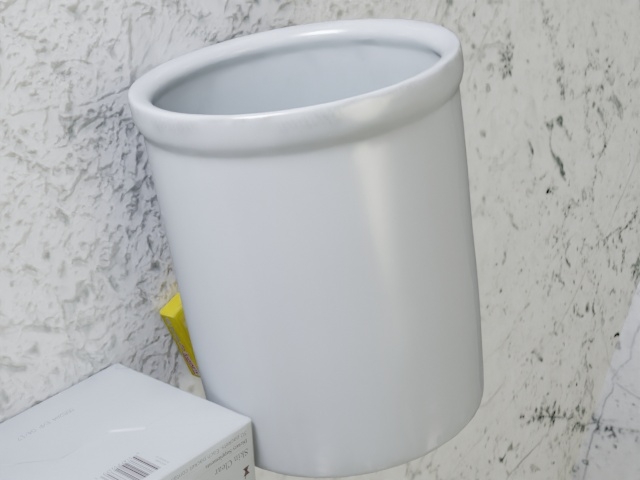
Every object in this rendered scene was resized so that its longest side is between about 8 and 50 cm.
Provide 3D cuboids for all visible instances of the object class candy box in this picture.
[{"bbox_3d":[-0.098,0.055,1.333,0.206,0.027,0.105,-48,132,-30],"label":"candy box"}]

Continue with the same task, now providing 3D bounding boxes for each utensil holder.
[{"bbox_3d":[0.000,0.000,1.174,0.327,0.327,0.386,-32,123,-42],"label":"utensil holder"}]

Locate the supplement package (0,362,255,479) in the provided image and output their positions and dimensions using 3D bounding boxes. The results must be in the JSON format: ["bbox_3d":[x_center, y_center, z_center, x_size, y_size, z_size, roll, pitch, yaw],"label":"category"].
[{"bbox_3d":[-0.221,0.259,1.103,0.262,0.204,0.145,-28,124,-44],"label":"supplement package"}]
